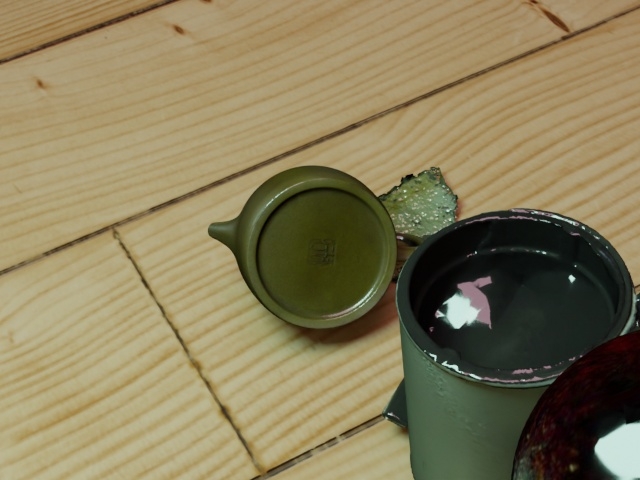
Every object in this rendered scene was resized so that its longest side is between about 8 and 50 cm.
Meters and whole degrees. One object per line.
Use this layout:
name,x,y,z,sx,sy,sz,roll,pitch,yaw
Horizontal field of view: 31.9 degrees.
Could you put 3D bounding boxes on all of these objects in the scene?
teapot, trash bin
teapot,0.000,0.000,1.350,0.267,0.186,0.175,4,12,-12
trash bin,0.188,0.136,1.100,0.277,0.262,0.217,15,48,24

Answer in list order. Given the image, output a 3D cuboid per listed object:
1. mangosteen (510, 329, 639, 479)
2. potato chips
mangosteen,0.293,0.221,0.860,0.330,0.330,0.330,-5,43,4
potato chips,0.154,-0.012,1.437,0.220,0.029,0.202,20,51,31
